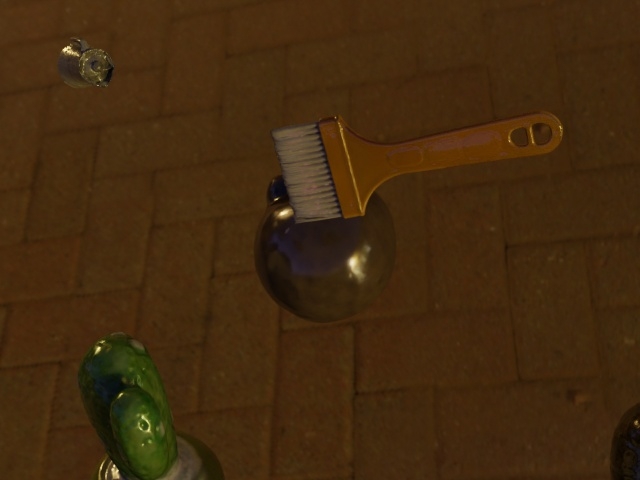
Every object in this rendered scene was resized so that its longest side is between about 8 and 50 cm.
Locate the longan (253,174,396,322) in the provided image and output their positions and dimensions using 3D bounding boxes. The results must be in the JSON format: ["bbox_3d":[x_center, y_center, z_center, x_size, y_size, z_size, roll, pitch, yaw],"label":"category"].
[{"bbox_3d":[0.000,0.000,1.219,0.185,0.159,0.204,-40,71,6],"label":"longan"}]

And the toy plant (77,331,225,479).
[{"bbox_3d":[-0.227,0.252,1.253,0.184,0.316,0.224,-13,38,-12],"label":"toy plant"}]

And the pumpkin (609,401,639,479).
[{"bbox_3d":[0.539,0.333,1.452,0.223,0.157,0.224,1,92,17],"label":"pumpkin"}]

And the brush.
[{"bbox_3d":[0.090,-0.081,0.919,0.272,0.103,0.013,-8,20,18],"label":"brush"}]

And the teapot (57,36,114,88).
[{"bbox_3d":[-0.282,-0.214,1.183,0.057,0.067,0.083,-31,27,-23],"label":"teapot"}]
